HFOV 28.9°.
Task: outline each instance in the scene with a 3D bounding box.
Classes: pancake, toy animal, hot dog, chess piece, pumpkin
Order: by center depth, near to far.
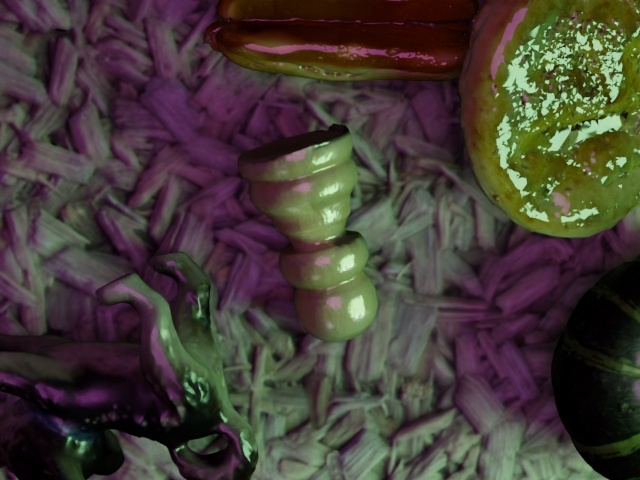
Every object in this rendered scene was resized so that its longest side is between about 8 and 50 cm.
[{"bbox_3d":[0.333,-0.177,1.466,0.386,0.082,0.387,-11,117,-24],"label":"pancake"},{"bbox_3d":[0.444,0.160,1.508,0.323,0.241,0.323,-1,100,-3],"label":"pumpkin"},{"bbox_3d":[0.025,-0.259,1.509,0.337,0.100,0.135,0,90,-3],"label":"hot dog"},{"bbox_3d":[-0.262,0.213,1.517,0.344,0.194,0.303,-25,93,7],"label":"toy animal"},{"bbox_3d":[0.000,0.000,1.530,0.142,0.143,0.261,-16,102,0],"label":"chess piece"}]
